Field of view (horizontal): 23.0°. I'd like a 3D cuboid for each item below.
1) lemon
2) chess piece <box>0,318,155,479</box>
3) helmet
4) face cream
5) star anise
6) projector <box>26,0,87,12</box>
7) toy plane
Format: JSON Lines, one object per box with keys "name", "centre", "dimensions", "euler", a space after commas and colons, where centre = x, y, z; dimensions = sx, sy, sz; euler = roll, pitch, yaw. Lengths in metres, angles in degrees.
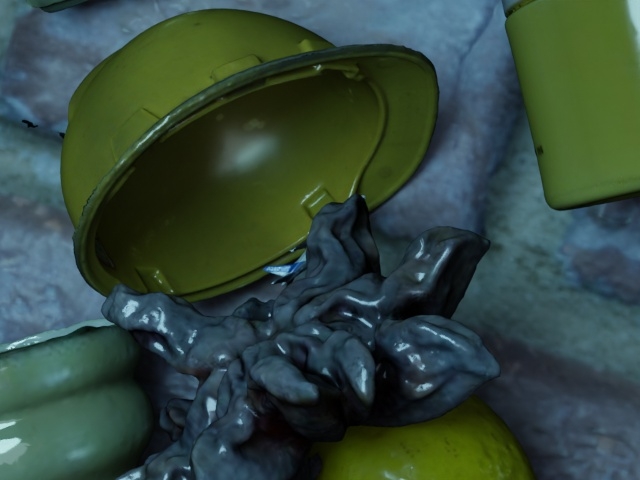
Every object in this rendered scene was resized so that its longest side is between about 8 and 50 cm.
{"name": "lemon", "centre": [0.060, 0.189, 0.983], "dimensions": [0.170, 0.170, 0.207], "euler": [-13, 86, 8]}
{"name": "chess piece", "centre": [-0.170, 0.227, 1.023], "dimensions": [0.182, 0.182, 0.330], "euler": [-13, 92, 8]}
{"name": "helmet", "centre": [-0.068, -0.079, 1.012], "dimensions": [0.257, 0.205, 0.140], "euler": [-26, 58, -20]}
{"name": "face cream", "centre": [0.222, -0.126, 0.935], "dimensions": [0.218, 0.218, 0.179], "euler": [-12, 88, 8]}
{"name": "star anise", "centre": [-0.018, 0.077, 0.915], "dimensions": [0.282, 0.212, 0.129], "euler": [-29, 123, -2]}
{"name": "projector", "centre": [-0.109, -0.285, 1.021], "dimensions": [0.269, 0.088, 0.194], "euler": [-23, 121, 7]}
{"name": "toy plane", "centre": [0.001, 0.003, 1.038], "dimensions": [0.084, 0.078, 0.024], "euler": [-38, 74, 7]}
